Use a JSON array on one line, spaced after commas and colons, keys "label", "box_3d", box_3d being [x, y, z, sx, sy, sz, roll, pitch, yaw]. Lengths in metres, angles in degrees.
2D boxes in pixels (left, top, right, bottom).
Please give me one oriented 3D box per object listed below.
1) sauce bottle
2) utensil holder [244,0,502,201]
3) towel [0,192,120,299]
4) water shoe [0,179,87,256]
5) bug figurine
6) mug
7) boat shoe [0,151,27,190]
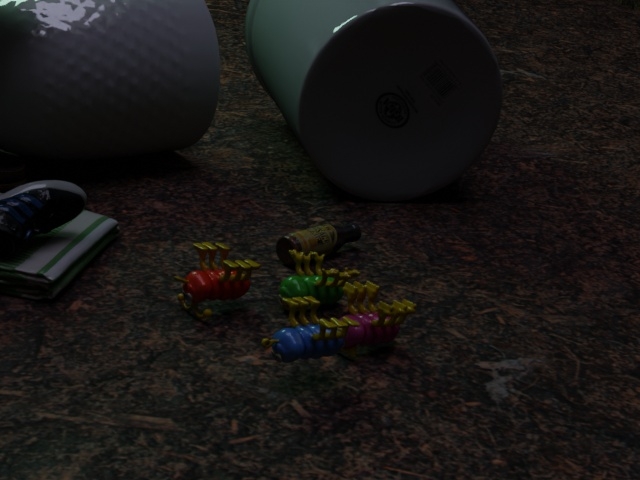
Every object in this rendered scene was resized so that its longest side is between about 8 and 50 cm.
[{"label": "sauce bottle", "box_3d": [0.000, 0.000, 1.717, 0.042, 0.042, 0.128, 24, 29, 37]}, {"label": "utensil holder", "box_3d": [0.073, -0.269, 2.037, 0.328, 0.327, 0.385, 1, 26, -13]}, {"label": "towel", "box_3d": [-0.434, -0.008, 1.628, 0.325, 0.038, 0.248, 9, 22, 9]}, {"label": "water shoe", "box_3d": [-0.358, -0.013, 1.538, 0.203, 0.073, 0.080, -13, 49, -31]}, {"label": "bug figurine", "box_3d": [-0.026, 0.076, 1.486, 0.216, 0.072, 0.279, -2, 18, -35]}, {"label": "mug", "box_3d": [-0.359, -0.296, 1.909, 0.328, 0.374, 0.276, -11, 8, -36]}, {"label": "boat shoe", "box_3d": [-0.505, -0.114, 1.818, 0.207, 0.073, 0.073, 6, 22, -5]}]
